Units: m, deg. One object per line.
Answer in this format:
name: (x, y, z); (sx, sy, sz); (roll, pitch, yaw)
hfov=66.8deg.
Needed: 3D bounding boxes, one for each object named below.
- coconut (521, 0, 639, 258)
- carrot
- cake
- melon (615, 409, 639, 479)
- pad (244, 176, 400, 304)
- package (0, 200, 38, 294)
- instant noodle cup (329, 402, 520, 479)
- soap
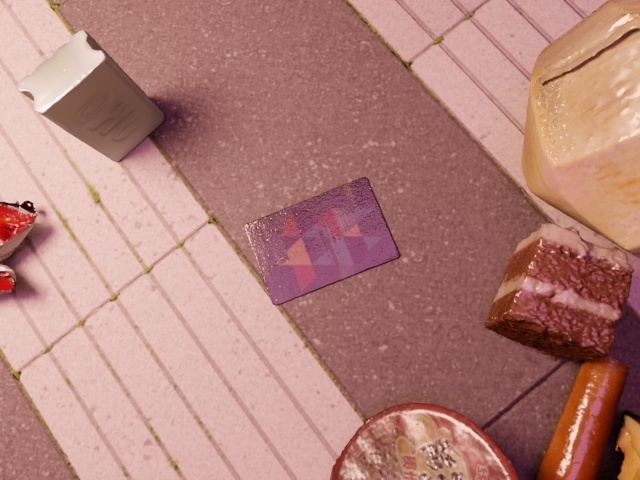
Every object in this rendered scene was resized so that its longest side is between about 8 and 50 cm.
coconut: (0.421, -0.145, 0.598); (0.352, 0.352, 0.353); (-1, 81, 5)
carrot: (0.346, 0.262, 0.647); (0.067, 0.067, 0.225); (23, 82, 9)
cake: (0.316, 0.071, 0.653); (0.135, 0.134, 0.147); (21, 74, 8)
melon: (0.415, 0.312, 0.612); (0.128, 0.079, 0.160); (36, 71, -15)
pad: (0.000, 0.000, 0.755); (0.211, 0.003, 0.143); (-22, 79, 2)
package: (-0.583, 0.009, 0.780); (0.269, 0.071, 0.194); (6, 67, 10)
instant noodle cup: (0.139, 0.354, 0.613); (0.273, 0.090, 0.274); (-18, 56, 29)
soap: (-0.327, -0.203, 0.721); (0.119, 0.198, 0.066); (-41, 80, -2)
